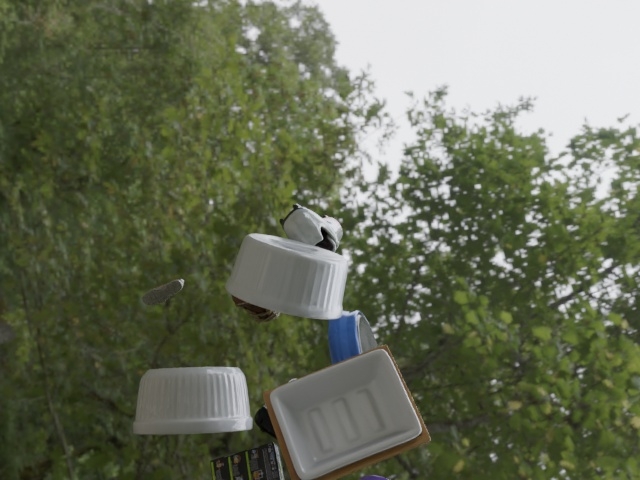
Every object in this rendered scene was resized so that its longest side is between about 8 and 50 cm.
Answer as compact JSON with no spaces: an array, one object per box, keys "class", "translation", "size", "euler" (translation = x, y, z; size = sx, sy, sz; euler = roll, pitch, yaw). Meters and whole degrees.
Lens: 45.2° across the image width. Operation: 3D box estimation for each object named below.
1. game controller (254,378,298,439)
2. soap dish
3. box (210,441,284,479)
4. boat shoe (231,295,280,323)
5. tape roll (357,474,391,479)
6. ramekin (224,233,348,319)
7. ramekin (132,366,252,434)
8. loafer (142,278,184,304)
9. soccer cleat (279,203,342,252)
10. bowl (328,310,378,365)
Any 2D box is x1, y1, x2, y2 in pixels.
[{"class":"game controller","translation":[-0.054,0.448,1.991],"size":[0.166,0.319,0.067],"euler":[39,-73,9]},{"class":"soap dish","translation":[0.051,0.375,1.608],"size":[0.118,0.290,0.229],"euler":[81,-13,-58]},{"class":"box","translation":[-0.182,0.635,1.974],"size":[0.045,0.184,0.191],"euler":[56,17,-57]},{"class":"boat shoe","translation":[-0.144,0.157,2.050],"size":[0.122,0.324,0.120],"euler":[-11,-92,14]},{"class":"tape roll","translation":[0.186,0.761,2.063],"size":[0.274,0.090,0.275],"euler":[24,-42,24]},{"class":"ramekin","translation":[-0.069,0.077,1.763],"size":[0.277,0.277,0.135],"euler":[21,-81,51]},{"class":"ramekin","translation":[-0.223,0.279,1.347],"size":[0.207,0.207,0.109],"euler":[-19,-110,55]},{"class":"loafer","translation":[-0.427,0.140,2.105],"size":[0.125,0.039,0.045],"euler":[-25,-80,14]},{"class":"soccer cleat","translation":[0.000,0.000,2.096],"size":[0.116,0.331,0.143],"euler":[-47,-111,9]},{"class":"bowl","translation":[0.118,0.370,2.026],"size":[0.077,0.391,0.392],"euler":[-17,-97,11]}]
